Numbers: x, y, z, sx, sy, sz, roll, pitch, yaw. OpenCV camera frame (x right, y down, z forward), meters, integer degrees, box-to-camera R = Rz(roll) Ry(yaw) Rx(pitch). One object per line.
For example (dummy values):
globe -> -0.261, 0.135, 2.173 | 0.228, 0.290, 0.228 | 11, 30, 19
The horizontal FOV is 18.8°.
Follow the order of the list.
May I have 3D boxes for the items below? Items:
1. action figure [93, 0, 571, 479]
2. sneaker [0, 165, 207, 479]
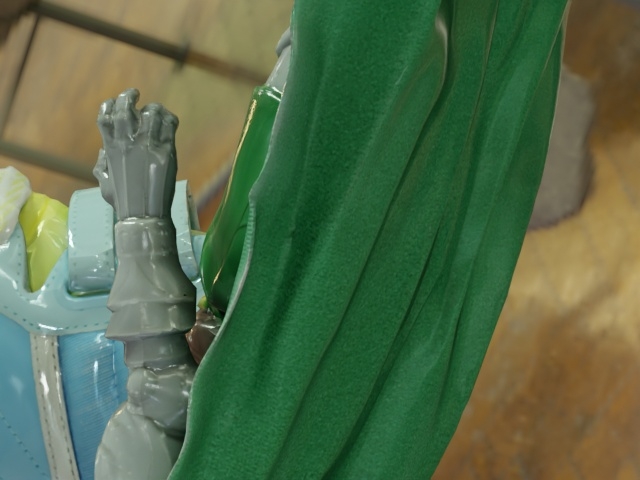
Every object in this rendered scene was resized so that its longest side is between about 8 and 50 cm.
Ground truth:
action figure -> 0.000, 0.000, 0.370 | 0.063, 0.137, 0.232 | 23, 92, 28
sneaker -> -0.134, -0.010, 0.755 | 0.127, 0.208, 0.319 | -88, -26, -88
